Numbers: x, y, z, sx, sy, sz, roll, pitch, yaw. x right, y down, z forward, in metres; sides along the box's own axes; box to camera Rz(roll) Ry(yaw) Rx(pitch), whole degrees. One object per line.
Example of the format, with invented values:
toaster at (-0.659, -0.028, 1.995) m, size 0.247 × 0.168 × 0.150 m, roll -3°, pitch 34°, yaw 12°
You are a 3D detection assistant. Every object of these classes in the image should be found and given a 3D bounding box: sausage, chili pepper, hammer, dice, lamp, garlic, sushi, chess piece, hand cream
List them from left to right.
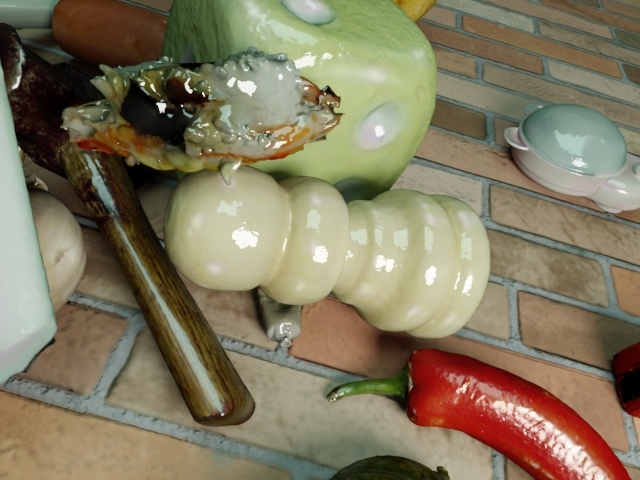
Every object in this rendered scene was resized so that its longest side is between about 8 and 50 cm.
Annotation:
garlic at (-0.323, 0.047, 0.471) m, size 0.128 × 0.148 × 0.267 m, roll 51°, pitch 42°, yaw -19°
hammer at (-0.189, 0.003, 0.498) m, size 0.095 × 0.242 × 0.409 m, roll -32°, pitch 76°, yaw 5°
sausage at (-0.258, -0.288, 0.757) m, size 0.259 × 0.114 × 0.114 m, roll 21°, pitch 48°, yaw 5°
sushi at (-0.093, -0.098, 0.393) m, size 0.225 × 0.103 × 0.097 m, roll -7°, pitch 53°, yaw 1°
hand cream at (-0.049, 0.051, 0.581) m, size 0.057 × 0.037 × 0.165 m, roll 2°, pitch 44°, yaw -14°
dice at (-0.039, -0.178, 0.602) m, size 0.249 × 0.252 × 0.254 m, roll -3°, pitch 52°, yaw -34°
chess piece at (0.000, 0.000, 0.500) m, size 0.299 × 0.167 × 0.167 m, roll 13°, pitch 47°, yaw -25°
chili pepper at (0.193, 0.204, 0.479) m, size 0.368 × 0.092 × 0.137 m, roll 33°, pitch 65°, yaw 17°
lamp at (0.429, -0.144, 0.821) m, size 0.246 × 0.108 × 0.179 m, roll 35°, pitch 55°, yaw 14°

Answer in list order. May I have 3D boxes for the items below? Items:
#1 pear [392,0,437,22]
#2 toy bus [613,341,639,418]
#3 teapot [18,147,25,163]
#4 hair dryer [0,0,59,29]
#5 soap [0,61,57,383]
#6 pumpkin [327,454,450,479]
pear at (0.102, -0.540, 0.945) m, size 0.314 × 0.314 × 0.314 m, roll 8°, pitch 49°, yaw -9°
toy bus at (0.448, 0.173, 0.577) m, size 0.195 × 0.081 × 0.089 m, roll 15°, pitch 58°, yaw -2°
teapot at (-0.414, -0.045, 0.499) m, size 0.252 × 0.135 × 0.178 m, roll -36°, pitch 33°, yaw -30°
hair dryer at (-0.447, -0.318, 0.731) m, size 0.107 × 0.173 × 0.357 m, roll 37°, pitch 32°, yaw 11°
soap at (-0.350, -0.035, 0.324) m, size 0.261 × 0.156 × 0.447 m, roll -11°, pitch 92°, yaw -6°
pumpkin at (0.030, 0.236, 0.376) m, size 0.278 × 0.111 × 0.163 m, roll 9°, pitch 56°, yaw -9°
